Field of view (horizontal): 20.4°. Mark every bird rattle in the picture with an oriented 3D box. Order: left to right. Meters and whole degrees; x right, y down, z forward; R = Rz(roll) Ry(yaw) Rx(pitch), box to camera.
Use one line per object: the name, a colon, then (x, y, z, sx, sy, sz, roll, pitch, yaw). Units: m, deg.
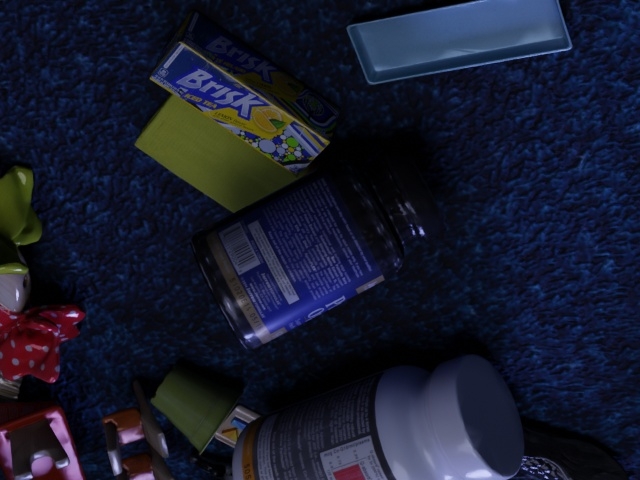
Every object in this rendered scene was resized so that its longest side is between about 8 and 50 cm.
bird rattle: (-0.353, 0.031, 1.839, 0.207, 0.143, 0.253, 13, 146, 18)

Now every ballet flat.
ballet flat: (0.249, 0.230, 1.885, 0.173, 0.057, 0.049, 23, 172, -5)

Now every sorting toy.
sorting toy: (-0.070, 0.219, 1.970, 0.083, 0.012, 0.062, 29, 130, -10)

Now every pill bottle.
pill bottle: (0.000, 0.000, 1.650, 0.219, 0.123, 0.123, -28, 123, 1)
pill bottle: (0.059, 0.222, 1.841, 0.278, 0.162, 0.162, -23, 121, 30)

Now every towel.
towel: (-0.057, -0.063, 1.721, 0.237, 0.021, 0.102, 33, 124, -13)

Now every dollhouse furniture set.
dollhouse furniture set: (-0.299, 0.281, 1.977, 0.262, 0.135, 0.259, -18, 133, -10)

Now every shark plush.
shark plush: (-0.076, 0.287, 2.005, 0.161, 0.073, 0.067, 14, 163, -5)

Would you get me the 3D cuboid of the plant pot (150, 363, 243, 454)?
plant pot: (-0.138, 0.175, 1.913, 0.079, 0.083, 0.083, 34, 131, 1)

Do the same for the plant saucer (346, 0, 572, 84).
plant saucer: (0.123, -0.183, 1.572, 0.192, 0.018, 0.067, -9, 127, 20)

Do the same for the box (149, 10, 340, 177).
box: (-0.069, -0.135, 1.637, 0.169, 0.054, 0.059, 33, 130, -15)

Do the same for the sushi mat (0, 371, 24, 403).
sushi mat: (-0.498, 0.156, 2.020, 0.316, 0.019, 0.151, 17, 133, -1)

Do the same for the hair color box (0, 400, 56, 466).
hair color box: (-0.367, 0.218, 1.987, 0.141, 0.043, 0.072, -1, 139, -14)
